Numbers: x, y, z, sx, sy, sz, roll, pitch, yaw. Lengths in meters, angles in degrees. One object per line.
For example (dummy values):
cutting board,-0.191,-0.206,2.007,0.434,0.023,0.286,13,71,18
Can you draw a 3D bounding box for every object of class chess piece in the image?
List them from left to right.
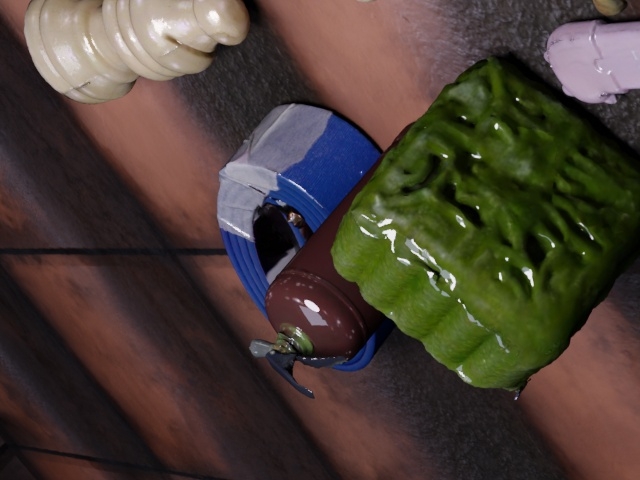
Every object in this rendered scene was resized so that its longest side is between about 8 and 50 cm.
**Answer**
chess piece,-0.195,-0.238,2.012,0.307,0.124,0.139,-7,94,49

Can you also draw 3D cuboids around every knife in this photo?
knife,0.337,-0.167,1.535,0.398,0.038,0.132,1,130,52

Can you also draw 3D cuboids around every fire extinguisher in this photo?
fire extinguisher,0.045,0.026,1.837,0.135,0.337,0.114,9,139,44

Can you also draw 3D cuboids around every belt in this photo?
belt,0.000,0.000,2.090,0.212,0.117,0.347,21,147,30

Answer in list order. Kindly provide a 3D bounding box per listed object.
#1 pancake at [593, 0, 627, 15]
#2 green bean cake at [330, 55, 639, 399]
pancake,0.181,-0.281,1.437,0.212,0.029,0.235,47,-163,-47
green bean cake,0.169,-0.015,1.724,0.247,0.250,0.156,40,152,3
